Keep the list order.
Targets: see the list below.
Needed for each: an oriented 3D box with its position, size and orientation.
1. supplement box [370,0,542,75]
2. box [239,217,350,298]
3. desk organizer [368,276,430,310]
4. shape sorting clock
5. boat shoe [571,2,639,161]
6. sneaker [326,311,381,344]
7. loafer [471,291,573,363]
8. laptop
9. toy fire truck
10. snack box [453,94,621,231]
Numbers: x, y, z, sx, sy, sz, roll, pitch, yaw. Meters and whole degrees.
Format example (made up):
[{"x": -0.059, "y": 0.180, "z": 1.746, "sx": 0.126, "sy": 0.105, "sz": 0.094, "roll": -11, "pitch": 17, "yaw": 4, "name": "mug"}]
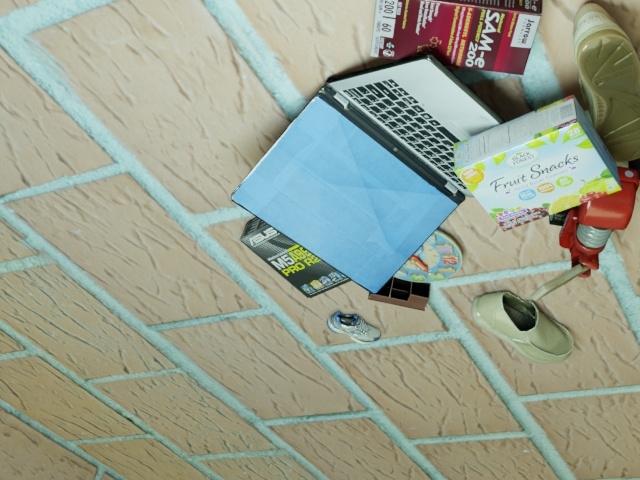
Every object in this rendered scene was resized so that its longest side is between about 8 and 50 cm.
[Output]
[{"x": 0.200, "y": -0.330, "z": 1.369, "sx": 0.239, "sy": 0.073, "sz": 0.130, "roll": 7, "pitch": 146, "yaw": 3, "name": "supplement box"}, {"x": 0.000, "y": 0.000, "z": 1.873, "sx": 0.270, "sy": 0.060, "sz": 0.216, "roll": -25, "pitch": 124, "yaw": 40, "name": "box"}, {"x": 0.176, "y": 0.112, "z": 2.024, "sx": 0.130, "sy": 0.047, "sz": 0.050, "roll": 12, "pitch": 143, "yaw": -2, "name": "desk organizer"}, {"x": 0.194, "y": 0.030, "z": 1.907, "sx": 0.206, "sy": 0.040, "sz": 0.206, "roll": 7, "pitch": 145, "yaw": 5, "name": "shape sorting clock"}, {"x": 0.457, "y": -0.239, "z": 1.414, "sx": 0.109, "sy": 0.098, "sz": 0.302, "roll": -20, "pitch": 139, "yaw": 20, "name": "boat shoe"}, {"x": 0.085, "y": 0.207, "z": 2.178, "sx": 0.135, "sy": 0.052, "sz": 0.058, "roll": 17, "pitch": 140, "yaw": -11, "name": "sneaker"}, {"x": 0.460, "y": 0.192, "z": 2.015, "sx": 0.268, "sy": 0.102, "sz": 0.092, "roll": 24, "pitch": 149, "yaw": -18, "name": "loafer"}, {"x": 0.135, "y": -0.086, "z": 1.570, "sx": 0.382, "sy": 0.236, "sz": 0.408, "roll": 34, "pitch": 161, "yaw": -31, "name": "laptop"}, {"x": 0.459, "y": -0.016, "z": 1.593, "sx": 0.158, "sy": 0.246, "sz": 0.217, "roll": 8, "pitch": 145, "yaw": 2, "name": "toy fire truck"}, {"x": 0.342, "y": -0.117, "z": 1.445, "sx": 0.207, "sy": 0.070, "sz": 0.174, "roll": -22, "pitch": 133, "yaw": 27, "name": "snack box"}]
